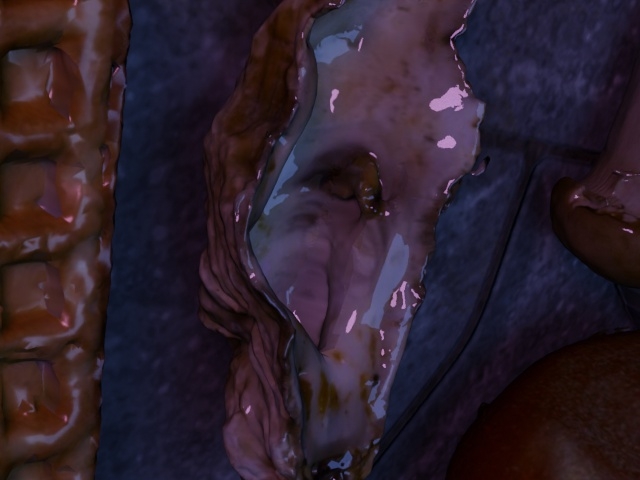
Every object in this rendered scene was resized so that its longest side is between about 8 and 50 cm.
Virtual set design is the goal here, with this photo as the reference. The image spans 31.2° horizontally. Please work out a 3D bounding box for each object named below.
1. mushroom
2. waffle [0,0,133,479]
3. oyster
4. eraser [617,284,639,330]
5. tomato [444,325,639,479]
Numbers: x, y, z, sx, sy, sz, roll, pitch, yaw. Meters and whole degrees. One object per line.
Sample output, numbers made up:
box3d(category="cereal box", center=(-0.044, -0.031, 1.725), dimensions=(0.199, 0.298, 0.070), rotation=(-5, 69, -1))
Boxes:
box3d(category="mushroom", center=(0.284, -0.124, 0.784), dimensions=(0.128, 0.128, 0.350), rotation=(34, 89, -45))
box3d(category="waffle", center=(-0.192, 0.006, 0.457), dimensions=(0.212, 0.091, 0.308), rotation=(-10, 116, -37))
box3d(category="oyster", center=(-0.001, -0.002, 0.608), dimensions=(0.166, 0.110, 0.341), rotation=(-13, 116, -43))
box3d(category="eraser", center=(0.318, 0.074, 0.965), dimensions=(0.092, 0.046, 0.212), rotation=(-48, 134, -12))
box3d(category="tomato", center=(0.226, 0.225, 0.824), dimensions=(0.303, 0.239, 0.304), rotation=(-24, 128, -33))
